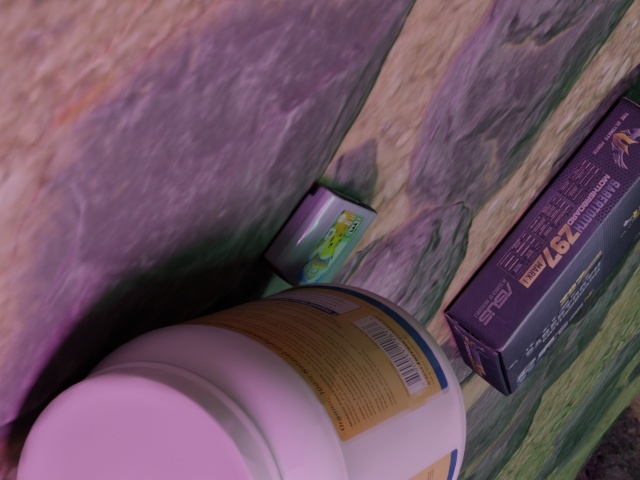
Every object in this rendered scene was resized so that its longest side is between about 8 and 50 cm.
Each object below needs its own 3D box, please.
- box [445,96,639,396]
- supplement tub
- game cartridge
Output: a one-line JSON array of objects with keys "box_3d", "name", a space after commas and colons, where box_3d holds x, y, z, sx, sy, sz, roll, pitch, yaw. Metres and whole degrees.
[{"box_3d": [0.204, 0.012, 1.207, 0.233, 0.059, 0.183, -50, 161, -7], "name": "box"}, {"box_3d": [-0.031, 0.102, 0.669, 0.144, 0.144, 0.199, -59, 161, 20], "name": "supplement tub"}, {"box_3d": [0.000, 0.000, 0.761, 0.056, 0.017, 0.083, -51, 162, 8], "name": "game cartridge"}]
